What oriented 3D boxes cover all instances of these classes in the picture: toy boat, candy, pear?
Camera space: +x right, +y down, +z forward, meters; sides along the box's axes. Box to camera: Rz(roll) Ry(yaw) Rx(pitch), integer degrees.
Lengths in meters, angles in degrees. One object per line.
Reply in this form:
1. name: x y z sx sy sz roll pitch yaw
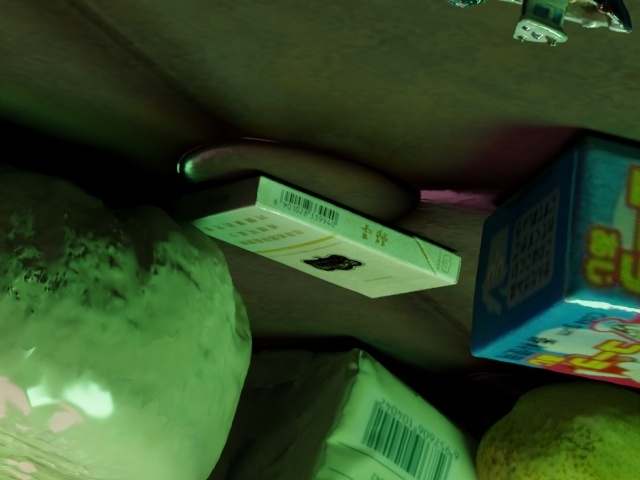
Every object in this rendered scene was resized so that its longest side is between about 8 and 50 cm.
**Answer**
1. toy boat: 0.091 -0.100 0.730 0.083 0.038 0.038 11 163 -1
2. candy: 0.255 0.038 0.983 0.306 0.100 0.157 12 162 -11
3. pear: 0.212 0.192 1.403 0.178 0.178 0.178 9 163 3

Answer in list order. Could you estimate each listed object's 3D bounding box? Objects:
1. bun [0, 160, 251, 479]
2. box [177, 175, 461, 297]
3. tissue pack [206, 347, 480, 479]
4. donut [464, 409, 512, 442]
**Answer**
1. bun: -0.214 0.059 1.123 0.360 0.211 0.359 9 156 4
2. box: 0.000 0.000 1.121 0.167 0.024 0.090 21 160 -34
3. tissue pack: 0.052 0.306 1.477 0.380 0.297 0.207 41 149 -28
4. donut: 0.216 0.205 1.592 0.175 0.068 0.174 8 162 3
